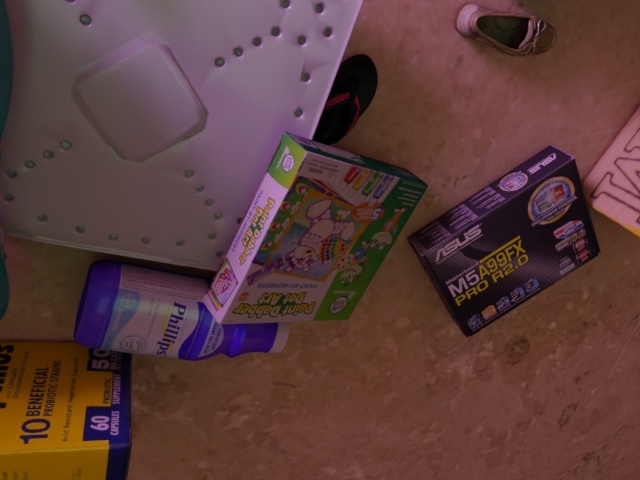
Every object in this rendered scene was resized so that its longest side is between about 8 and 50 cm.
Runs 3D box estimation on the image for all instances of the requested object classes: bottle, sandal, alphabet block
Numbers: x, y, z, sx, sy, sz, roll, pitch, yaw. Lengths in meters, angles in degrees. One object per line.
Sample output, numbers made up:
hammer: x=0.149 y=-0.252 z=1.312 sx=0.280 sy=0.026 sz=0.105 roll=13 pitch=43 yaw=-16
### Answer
bottle: x=-0.183 y=0.107 z=0.754 sx=0.283 sy=0.092 sz=0.118 roll=15 pitch=113 yaw=-26
sandal: x=0.015 y=-0.154 z=0.698 sx=0.067 sy=0.040 sz=0.179 roll=31 pitch=106 yaw=-29
alphabet block: x=0.565 y=-0.083 z=0.836 sx=0.192 sy=0.193 sz=0.197 roll=21 pitch=111 yaw=-26

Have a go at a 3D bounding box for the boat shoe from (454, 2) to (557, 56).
boat shoe: x=0.249 y=-0.270 z=0.704 sx=0.153 sy=0.048 sz=0.056 roll=8 pitch=116 yaw=-23

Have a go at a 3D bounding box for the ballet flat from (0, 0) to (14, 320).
ballet flat: x=-0.382 y=-0.068 z=0.504 sx=0.147 sy=0.147 sz=0.409 roll=5 pitch=120 yaw=-22

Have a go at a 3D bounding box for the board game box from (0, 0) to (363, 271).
board game box: x=-0.197 y=-0.158 z=0.602 sx=0.390 sy=0.050 sz=0.390 roll=12 pitch=118 yaw=-22

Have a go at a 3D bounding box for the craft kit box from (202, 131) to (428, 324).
craft kit box: x=0.000 y=0.000 z=0.727 sx=0.250 sy=0.061 sz=0.246 roll=6 pitch=123 yaw=-46

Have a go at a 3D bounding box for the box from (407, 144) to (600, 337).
box: x=0.303 y=0.009 z=0.881 sx=0.270 sy=0.060 sz=0.216 roll=-33 pitch=125 yaw=2

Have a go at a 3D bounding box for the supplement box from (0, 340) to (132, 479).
supplement box: x=-0.436 y=0.262 z=0.698 sx=0.356 sy=0.194 sz=0.195 roll=5 pitch=118 yaw=-22
